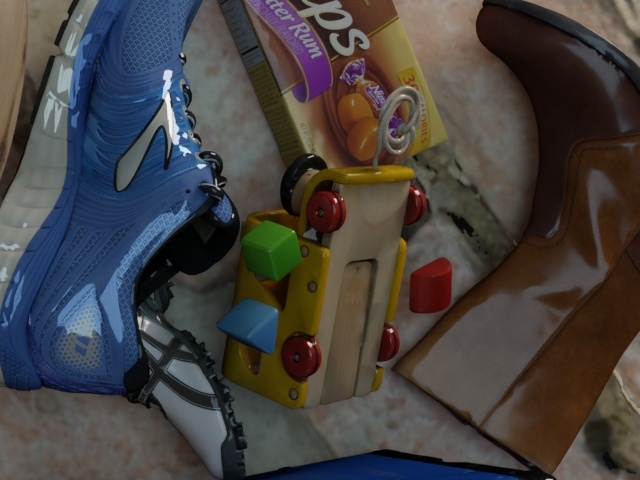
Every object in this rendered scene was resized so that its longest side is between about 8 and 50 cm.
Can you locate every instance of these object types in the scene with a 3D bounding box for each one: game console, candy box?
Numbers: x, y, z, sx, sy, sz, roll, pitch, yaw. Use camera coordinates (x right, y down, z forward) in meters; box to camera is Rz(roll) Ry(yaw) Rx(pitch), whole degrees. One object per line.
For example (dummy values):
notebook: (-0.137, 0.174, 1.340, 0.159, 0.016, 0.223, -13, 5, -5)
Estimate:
game console: (0.061, 0.231, 1.188, 0.250, 0.293, 0.173, -9, 89, -19)
candy box: (0.004, -0.135, 1.320, 0.109, 0.053, 0.187, -23, 95, -19)

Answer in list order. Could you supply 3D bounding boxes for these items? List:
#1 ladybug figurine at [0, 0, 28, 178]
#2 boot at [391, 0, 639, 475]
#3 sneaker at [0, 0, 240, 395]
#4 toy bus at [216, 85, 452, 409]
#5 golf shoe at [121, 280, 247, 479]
ladybug figurine: (-0.347, -0.081, 1.125, 0.305, 0.162, 0.449, 22, 74, -18)
boot: (0.148, -0.007, 1.363, 0.264, 0.096, 0.280, 42, 86, -14)
sneaker: (-0.117, -0.045, 1.201, 0.147, 0.130, 0.330, 15, 69, 0)
toy bus: (-0.005, 0.012, 1.253, 0.202, 0.104, 0.191, -52, 140, -23)
golf shoe: (-0.120, 0.087, 1.247, 0.094, 0.077, 0.198, -28, 77, -12)
